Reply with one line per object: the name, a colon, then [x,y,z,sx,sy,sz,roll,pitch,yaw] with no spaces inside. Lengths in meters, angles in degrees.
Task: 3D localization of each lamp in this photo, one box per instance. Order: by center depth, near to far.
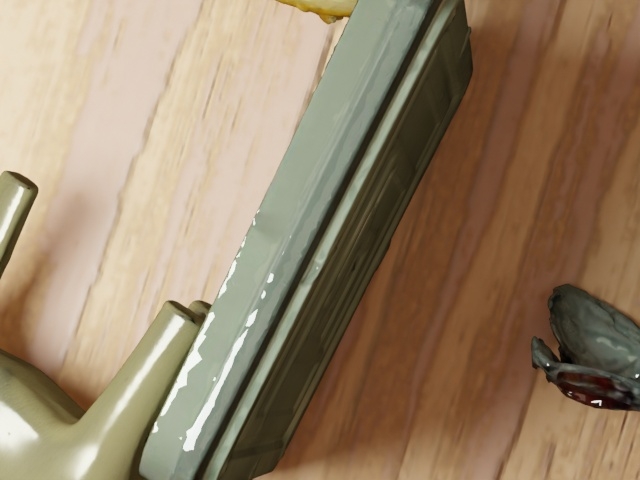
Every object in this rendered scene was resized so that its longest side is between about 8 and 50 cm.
lamp: [0.000,0.000,0.996,0.047,0.269,0.266,27,89,7]

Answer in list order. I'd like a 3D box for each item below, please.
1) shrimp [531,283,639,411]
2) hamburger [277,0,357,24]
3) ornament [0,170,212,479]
shrimp: [0.280,-0.052,1.027,0.166,0.221,0.410,34,112,0]
hamburger: [0.019,-0.219,1.058,0.213,0.108,0.214,4,100,24]
ornament: [-0.193,0.088,1.069,0.230,0.061,0.245,35,103,21]
